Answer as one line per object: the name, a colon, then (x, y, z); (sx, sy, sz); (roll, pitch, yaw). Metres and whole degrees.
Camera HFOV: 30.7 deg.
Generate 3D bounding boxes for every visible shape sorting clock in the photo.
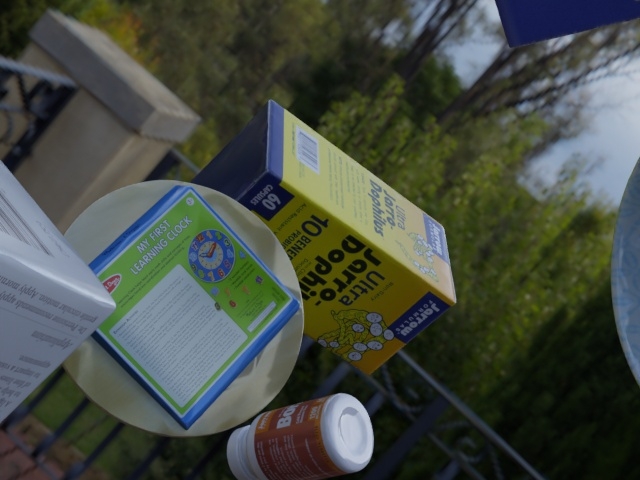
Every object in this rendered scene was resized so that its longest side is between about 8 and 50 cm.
shape sorting clock: (-0.110, 0.051, 0.904); (0.206, 0.206, 0.040); (41, -30, -10)

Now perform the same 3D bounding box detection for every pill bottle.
pill bottle: (-0.036, 0.314, 1.803); (0.121, 0.216, 0.121); (30, 51, -45)

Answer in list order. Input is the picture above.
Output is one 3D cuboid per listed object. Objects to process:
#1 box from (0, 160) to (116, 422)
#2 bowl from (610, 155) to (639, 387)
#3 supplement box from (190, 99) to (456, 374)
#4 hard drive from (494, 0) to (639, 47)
box: (-0.225, -0.006, 0.564); (0.182, 0.119, 0.181); (46, 1, 23)
bowl: (0.374, 0.022, 0.879); (0.156, 0.289, 0.289); (4, 25, -26)
supplement box: (0.000, 0.000, 1.711); (0.356, 0.194, 0.195); (34, 29, -24)
hard drive: (0.197, -0.323, 0.895); (0.040, 0.210, 0.319); (-44, 119, -50)
